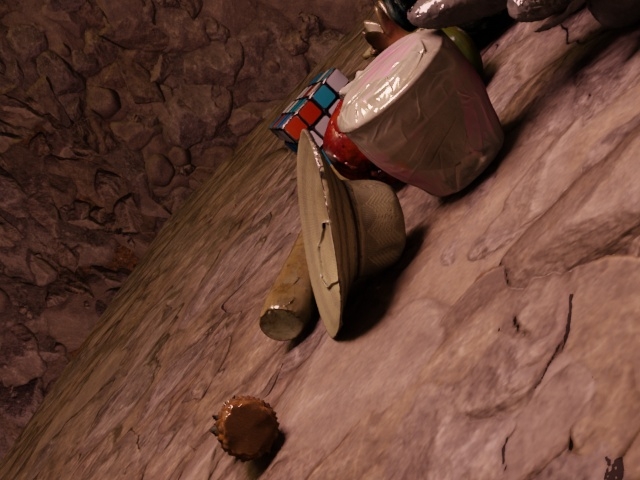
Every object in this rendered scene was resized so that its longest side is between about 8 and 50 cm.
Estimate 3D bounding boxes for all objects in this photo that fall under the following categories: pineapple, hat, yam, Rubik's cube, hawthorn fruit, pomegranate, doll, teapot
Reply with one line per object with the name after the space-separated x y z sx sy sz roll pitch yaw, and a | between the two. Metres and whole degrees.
-0.091 0.208 1.035 0.074 0.074 0.159 -52 5 -14 | pineapple
0.045 -0.017 1.085 0.109 0.252 0.252 -8 9 -9 | hat
0.000 0.000 1.301 0.083 0.083 0.372 -38 18 40 | yam
0.017 -0.207 1.670 0.151 0.155 0.154 -50 13 -4 | Rubik's cube
0.080 -0.164 1.319 0.148 0.148 0.172 -29 50 56 | hawthorn fruit
0.145 -0.269 1.353 0.131 0.191 0.152 -62 10 7 | pomegranate
0.272 -0.292 1.011 0.340 0.158 0.246 -25 19 20 | doll
0.112 -0.133 1.104 0.221 0.178 0.163 -21 30 52 | teapot

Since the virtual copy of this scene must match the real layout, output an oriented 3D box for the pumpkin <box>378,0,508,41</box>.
0.239 -0.460 1.514 0.315 0.238 0.315 -158 90 -81 | pumpkin
